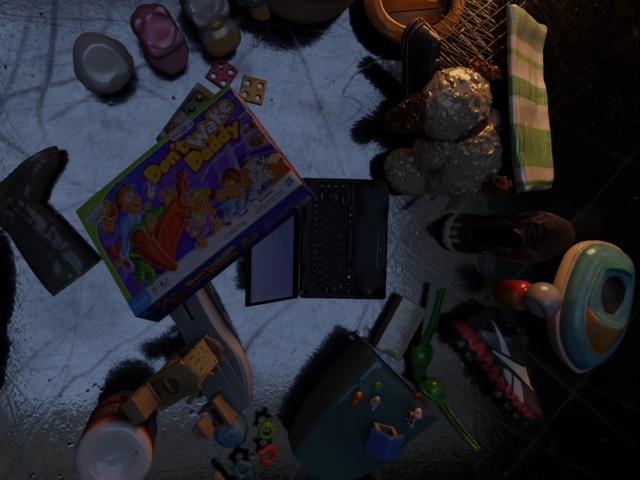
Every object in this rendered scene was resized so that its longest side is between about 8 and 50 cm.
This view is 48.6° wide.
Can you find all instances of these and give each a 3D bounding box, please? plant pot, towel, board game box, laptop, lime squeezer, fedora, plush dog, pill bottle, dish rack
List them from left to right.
[{"bbox_3d":[-0.343,0.334,1.212,0.121,0.221,0.121,-1,94,-10],"label":"pill bottle"},{"bbox_3d":[-0.215,-0.061,1.197,0.347,0.078,0.233,-39,69,6],"label":"board game box"},{"bbox_3d":[0.000,0.000,1.300,0.264,0.136,0.234,1,94,-2],"label":"laptop"},{"bbox_3d":[0.060,0.334,1.326,0.234,0.166,0.165,-45,101,-2],"label":"plant pot"},{"bbox_3d":[0.171,-0.450,1.336,0.194,0.079,0.194,-1,94,-8],"label":"fedora"},{"bbox_3d":[0.231,0.257,1.375,0.110,0.059,0.310,-18,72,26],"label":"lime squeezer"},{"bbox_3d":[0.244,-0.199,1.269,0.262,0.210,0.225,-32,126,-10],"label":"plush dog"},{"bbox_3d":[0.270,-0.368,1.311,0.271,0.208,0.074,-39,64,-15],"label":"dish rack"},{"bbox_3d":[0.396,-0.254,1.330,0.038,0.248,0.325,0,96,29],"label":"towel"}]

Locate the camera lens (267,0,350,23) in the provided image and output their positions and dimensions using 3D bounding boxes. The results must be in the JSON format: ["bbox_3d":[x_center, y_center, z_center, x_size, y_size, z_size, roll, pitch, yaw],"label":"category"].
[{"bbox_3d":[-0.006,-0.501,1.197,0.219,0.274,0.219,-1,94,-11],"label":"camera lens"}]

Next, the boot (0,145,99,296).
[{"bbox_3d":[-0.467,-0.033,1.240,0.189,0.076,0.208,-40,93,8],"label":"boot"}]

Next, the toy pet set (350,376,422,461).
[{"bbox_3d":[0.111,0.311,1.218,0.122,0.065,0.114,15,97,-7],"label":"toy pet set"}]

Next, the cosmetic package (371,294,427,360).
[{"bbox_3d":[0.153,0.171,1.392,0.060,0.041,0.115,31,88,-11],"label":"cosmetic package"}]

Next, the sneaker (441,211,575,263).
[{"bbox_3d":[0.389,-0.001,1.365,0.281,0.162,0.106,-1,94,-11],"label":"sneaker"}]

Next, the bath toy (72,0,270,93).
[{"bbox_3d":[-0.263,-0.361,1.234,0.348,0.129,0.151,-30,118,-7],"label":"bath toy"}]

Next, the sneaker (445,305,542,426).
[{"bbox_3d":[0.375,0.244,1.412,0.135,0.097,0.276,-38,99,-5],"label":"sneaker"}]

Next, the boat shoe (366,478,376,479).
[{"bbox_3d":[0.020,0.534,1.376,0.219,0.078,0.070,-24,99,-17],"label":"boat shoe"}]

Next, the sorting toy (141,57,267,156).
[{"bbox_3d":[-0.203,-0.206,1.295,0.132,0.046,0.274,36,86,-11],"label":"sorting toy"}]

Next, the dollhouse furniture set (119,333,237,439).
[{"bbox_3d":[-0.208,0.273,1.179,0.101,0.182,0.161,-31,98,21],"label":"dollhouse furniture set"}]

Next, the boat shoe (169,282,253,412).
[{"bbox_3d":[-0.196,0.167,1.293,0.109,0.094,0.302,-19,101,20],"label":"boat shoe"}]

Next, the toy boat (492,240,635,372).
[{"bbox_3d":[0.493,0.126,1.375,0.318,0.148,0.268,9,91,-27],"label":"toy boat"}]

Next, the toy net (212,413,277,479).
[{"bbox_3d":[-0.150,0.445,1.352,0.122,0.045,0.232,4,95,-13],"label":"toy net"}]
